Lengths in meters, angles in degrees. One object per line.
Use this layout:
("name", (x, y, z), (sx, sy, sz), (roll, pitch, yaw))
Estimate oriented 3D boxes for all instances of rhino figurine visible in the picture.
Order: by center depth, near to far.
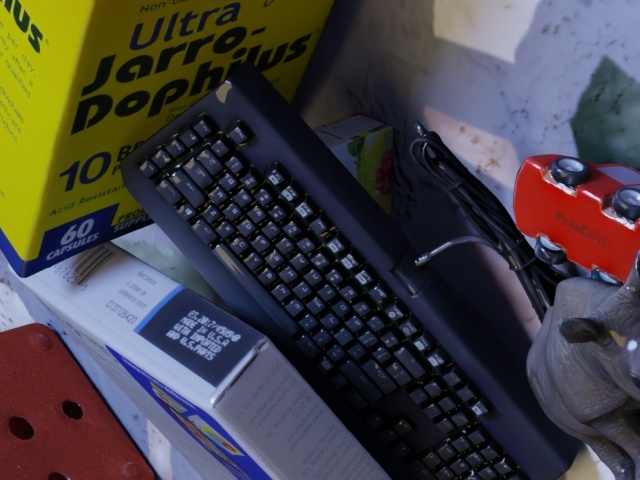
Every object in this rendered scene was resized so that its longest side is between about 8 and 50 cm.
("rhino figurine", (0.149, 0.064, 0.872), (0.106, 0.073, 0.243), (53, 175, 10))

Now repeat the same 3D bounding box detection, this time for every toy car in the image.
("toy car", (0.222, 0.046, 0.950), (0.239, 0.053, 0.225), (-8, 103, 52))

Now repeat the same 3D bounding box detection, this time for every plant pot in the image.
("plant pot", (-0.297, 0.222, 1.505), (0.267, 0.267, 0.236), (52, 128, 18))

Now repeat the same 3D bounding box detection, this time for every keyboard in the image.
("keyboard", (0.042, 0.026, 1.070), (0.201, 0.033, 0.317), (-35, 104, 30))

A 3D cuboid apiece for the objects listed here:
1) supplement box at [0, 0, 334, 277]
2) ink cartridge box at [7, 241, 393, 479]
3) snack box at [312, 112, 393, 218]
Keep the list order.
("supplement box", (-0.121, -0.173, 1.094), (0.195, 0.194, 0.356), (54, 147, 21))
("ink cartridge box", (-0.045, 0.136, 1.217), (0.303, 0.072, 0.307), (24, 159, 54))
("snack box", (0.000, 0.000, 1.149), (0.037, 0.100, 0.141), (25, 126, 41))
